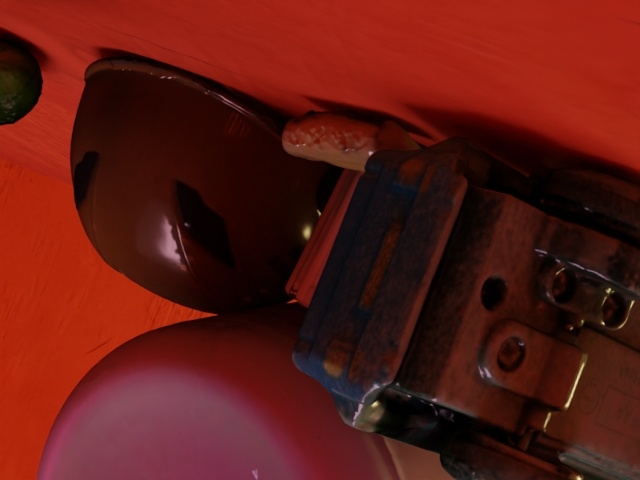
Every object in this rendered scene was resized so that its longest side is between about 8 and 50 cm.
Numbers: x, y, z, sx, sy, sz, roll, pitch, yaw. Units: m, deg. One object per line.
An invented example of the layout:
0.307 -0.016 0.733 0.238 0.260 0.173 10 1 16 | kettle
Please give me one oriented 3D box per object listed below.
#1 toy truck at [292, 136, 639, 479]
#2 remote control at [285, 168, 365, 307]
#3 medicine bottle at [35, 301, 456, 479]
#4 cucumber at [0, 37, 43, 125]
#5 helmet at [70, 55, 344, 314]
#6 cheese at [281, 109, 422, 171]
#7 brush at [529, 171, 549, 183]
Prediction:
0.130 0.057 0.836 0.279 0.155 0.156 24 175 -39 | toy truck
0.124 0.044 0.967 0.277 0.103 0.055 26 180 -18 | remote control
0.011 0.162 1.054 0.256 0.256 0.325 19 -165 31 | medicine bottle
-0.233 -0.114 1.242 0.056 0.056 0.250 22 175 -12 | cucumber
-0.074 -0.023 1.080 0.198 0.130 0.224 16 174 23 | helmet
0.018 -0.051 0.886 0.044 0.030 0.083 33 164 -38 | cheese
0.161 -0.005 0.911 0.083 0.011 0.205 20 176 35 | brush
